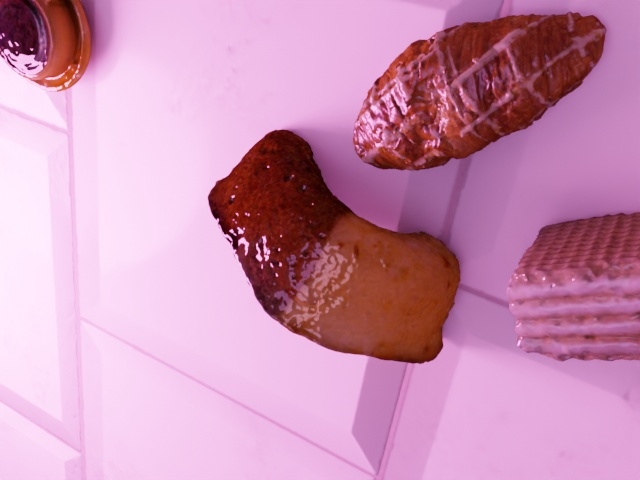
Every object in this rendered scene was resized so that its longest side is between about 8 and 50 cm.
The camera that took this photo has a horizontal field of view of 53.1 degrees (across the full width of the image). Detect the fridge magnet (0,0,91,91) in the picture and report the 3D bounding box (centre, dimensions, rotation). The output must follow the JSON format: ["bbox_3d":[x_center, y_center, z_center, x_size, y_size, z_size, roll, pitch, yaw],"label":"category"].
[{"bbox_3d":[-0.324,-0.242,0.734,0.143,0.063,0.143,11,115,24],"label":"fridge magnet"}]

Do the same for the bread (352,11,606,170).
[{"bbox_3d":[0.109,-0.119,0.519,0.233,0.076,0.105,-21,100,34],"label":"bread"}]

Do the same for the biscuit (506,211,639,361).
[{"bbox_3d":[0.341,0.017,0.394,0.426,0.144,0.079,-8,105,33],"label":"biscuit"}]

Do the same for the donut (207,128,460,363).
[{"bbox_3d":[0.000,0.000,0.596,0.295,0.151,0.112,36,115,14],"label":"donut"}]
